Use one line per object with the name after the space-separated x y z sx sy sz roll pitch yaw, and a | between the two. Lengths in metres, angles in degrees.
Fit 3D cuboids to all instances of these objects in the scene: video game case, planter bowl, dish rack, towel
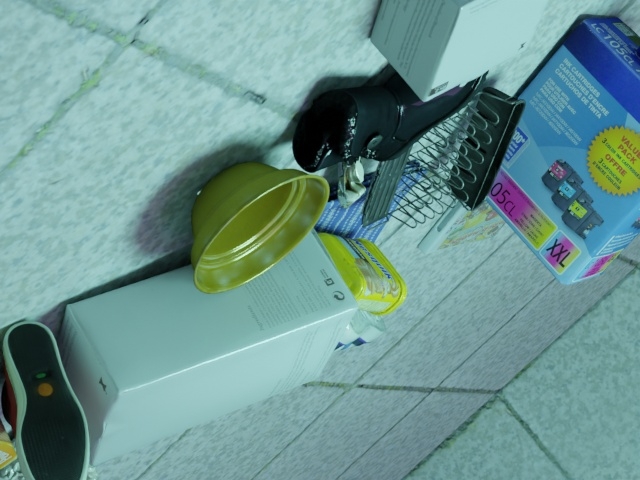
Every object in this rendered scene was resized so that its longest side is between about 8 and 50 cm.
0.298 -0.065 2.601 0.227 0.026 0.206 -13 148 -50 | video game case
-0.100 -0.037 1.899 0.217 0.090 0.217 -34 158 -16 | planter bowl
0.174 -0.111 2.166 0.271 0.074 0.208 -26 144 -43 | dish rack
0.000 0.000 2.218 0.336 0.040 0.243 -20 153 -42 | towel

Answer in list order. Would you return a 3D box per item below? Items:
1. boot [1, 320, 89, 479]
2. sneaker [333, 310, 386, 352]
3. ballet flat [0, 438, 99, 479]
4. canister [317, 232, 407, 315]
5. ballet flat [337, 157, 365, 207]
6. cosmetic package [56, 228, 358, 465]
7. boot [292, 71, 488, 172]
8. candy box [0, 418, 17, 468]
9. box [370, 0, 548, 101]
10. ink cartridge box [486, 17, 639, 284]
-0.353 0.248 1.854 0.088 0.244 0.176 -7 148 -20 | boot
-0.036 0.145 2.386 0.236 0.130 0.323 -22 178 12 | sneaker
-0.492 0.399 2.084 0.409 0.147 0.147 -36 159 -7 | ballet flat
0.049 0.050 2.191 0.073 0.126 0.170 -43 161 15 | canister
0.045 -0.084 2.071 0.041 0.041 0.114 -29 138 -26 | ballet flat
-0.164 0.143 2.018 0.385 0.156 0.217 -16 152 -31 | cosmetic package
0.092 -0.182 1.915 0.246 0.094 0.207 -44 164 30 | boot
-0.493 0.237 1.807 0.183 0.087 0.316 -32 159 -18 | candy box
0.178 -0.294 1.797 0.181 0.119 0.182 -28 157 -28 | box
0.446 -0.163 2.301 0.151 0.270 0.395 -14 148 -55 | ink cartridge box
